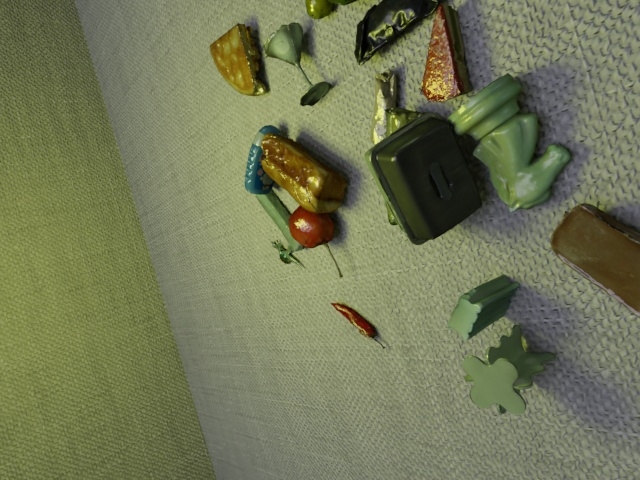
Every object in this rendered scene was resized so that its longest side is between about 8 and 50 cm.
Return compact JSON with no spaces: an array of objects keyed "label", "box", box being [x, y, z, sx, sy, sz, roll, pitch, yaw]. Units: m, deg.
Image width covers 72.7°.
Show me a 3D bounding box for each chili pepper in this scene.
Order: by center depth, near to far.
[{"label":"chili pepper","box":[0.133,0.294,1.562,0.050,0.059,0.268,-51,55,0]}]

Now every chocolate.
[{"label":"chocolate","box":[0.629,0.029,0.917,0.261,0.083,0.161,47,149,27]}]

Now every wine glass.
[{"label":"wine glass","box":[-0.069,-0.571,1.432,0.156,0.156,0.232,-37,80,46]}]

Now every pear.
[{"label":"pear","box":[-0.001,-0.734,1.340,0.092,0.092,0.097,22,101,41]}]

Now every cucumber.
[{"label":"cucumber","box":[0.247,-0.208,1.237,0.105,0.145,0.325,-89,-1,-70]}]

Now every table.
[{"label":"table","box":[0.474,0.318,1.087,0.166,0.198,0.167,18,115,42]}]

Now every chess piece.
[{"label":"chess piece","box":[0.444,-0.216,1.006,0.176,0.176,0.298,-34,90,47]}]

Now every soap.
[{"label":"soap","box":[0.415,0.165,1.102,0.063,0.198,0.115,37,126,37]}]

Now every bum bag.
[{"label":"bum bag","box":[0.197,-0.608,1.179,0.310,0.074,0.137,-23,73,42]}]

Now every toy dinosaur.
[{"label":"toy dinosaur","box":[-0.146,0.062,1.793,0.187,0.044,0.106,47,147,9]}]

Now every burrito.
[{"label":"burrito","box":[0.187,-0.380,1.272,0.087,0.060,0.226,18,116,42]}]

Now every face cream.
[{"label":"face cream","box":[-0.212,-0.309,1.657,0.083,0.149,0.264,33,121,32]}]

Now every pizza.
[{"label":"pizza","box":[-0.327,-0.677,1.710,0.268,0.087,0.258,1,107,48]}]

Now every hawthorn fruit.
[{"label":"hawthorn fruit","box":[0.000,0.000,1.525,0.285,0.165,0.165,56,136,19]}]

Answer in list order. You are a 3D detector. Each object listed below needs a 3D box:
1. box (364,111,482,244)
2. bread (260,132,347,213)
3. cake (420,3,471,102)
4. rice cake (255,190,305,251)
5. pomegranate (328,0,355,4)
[{"label":"box","box":[0.258,-0.154,1.093,0.290,0.220,0.166,59,171,-19]},{"label":"bread","box":[-0.071,-0.229,1.503,0.344,0.195,0.149,42,110,30]},{"label":"cake","box":[0.302,-0.459,1.104,0.116,0.086,0.220,-12,95,46]},{"label":"rice cake","box":[-0.162,-0.099,1.735,0.336,0.063,0.066,52,131,22]},{"label":"pomegranate","box":[0.093,-0.748,1.179,0.248,0.202,0.202,20,120,11]}]
